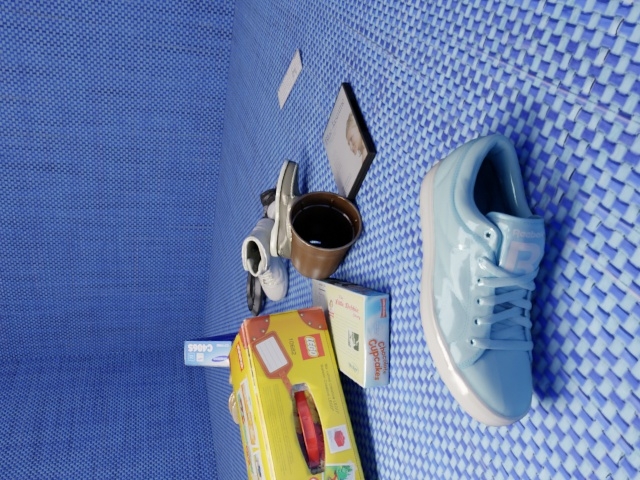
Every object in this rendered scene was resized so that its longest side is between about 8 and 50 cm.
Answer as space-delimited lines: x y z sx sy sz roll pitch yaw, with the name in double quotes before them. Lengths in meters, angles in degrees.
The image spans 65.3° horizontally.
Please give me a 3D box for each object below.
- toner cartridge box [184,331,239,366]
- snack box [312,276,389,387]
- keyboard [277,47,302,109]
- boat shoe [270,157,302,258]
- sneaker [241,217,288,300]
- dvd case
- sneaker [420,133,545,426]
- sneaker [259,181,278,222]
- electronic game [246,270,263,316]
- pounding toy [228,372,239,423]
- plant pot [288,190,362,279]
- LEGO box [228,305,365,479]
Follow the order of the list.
"toner cartridge box" -0.261 0.340 1.597 0.348 0.165 0.075 13 -107 -67
"snack box" 0.058 0.192 1.132 0.322 0.060 0.187 -173 82 -70
"keyboard" -0.105 -0.537 1.680 0.256 0.014 0.072 139 129 -65
"boat shoe" -0.087 -0.092 1.504 0.109 0.091 0.304 -50 -31 -71
"sneaker" -0.185 0.095 1.599 0.169 0.108 0.292 -58 -37 -61
"dvd case" 0.061 -0.229 1.194 0.180 0.022 0.253 113 151 -47
"sneaker" 0.207 0.036 0.614 0.150 0.135 0.365 129 136 -65
"sneaker" -0.165 -0.070 1.716 0.153 0.101 0.268 -108 33 -43
"electronic game" -0.265 0.196 2.052 0.229 0.048 0.229 -178 90 -72
"pounding toy" -0.181 0.500 1.507 0.154 0.270 0.155 -57 18 -8
"plant pot" 0.000 0.000 1.177 0.165 0.167 0.166 104 157 -53
"LEGO box" -0.071 0.456 1.187 0.372 0.193 0.499 123 136 -62
